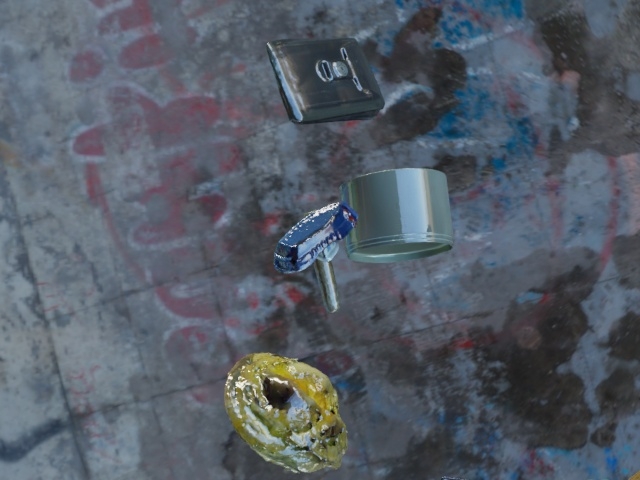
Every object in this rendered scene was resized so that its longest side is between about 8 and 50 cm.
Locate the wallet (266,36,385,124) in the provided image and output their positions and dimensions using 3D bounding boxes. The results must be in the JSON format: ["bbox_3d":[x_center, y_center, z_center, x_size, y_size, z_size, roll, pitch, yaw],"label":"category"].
[{"bbox_3d":[0.013,-0.298,1.595,0.052,0.245,0.169,-23,84,45],"label":"wallet"}]

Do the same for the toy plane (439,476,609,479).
[{"bbox_3d":[0.435,0.527,1.710,0.381,0.155,0.106,-1,112,-8],"label":"toy plane"}]

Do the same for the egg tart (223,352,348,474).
[{"bbox_3d":[-0.048,0.325,1.702,0.297,0.297,0.132,49,121,15],"label":"egg tart"}]

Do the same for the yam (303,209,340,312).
[{"bbox_3d":[0.002,0.023,0.952,0.021,0.021,0.116,-13,90,25],"label":"yam"}]

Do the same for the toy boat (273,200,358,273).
[{"bbox_3d":[0.000,0.000,0.644,0.038,0.083,0.038,34,145,28],"label":"toy boat"}]

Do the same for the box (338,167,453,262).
[{"bbox_3d":[0.156,-0.047,1.785,0.226,0.226,0.149,-10,78,26],"label":"box"}]

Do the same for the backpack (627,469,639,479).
[{"bbox_3d":[0.640,0.505,1.333,0.353,0.201,0.378,-30,58,9],"label":"backpack"}]
